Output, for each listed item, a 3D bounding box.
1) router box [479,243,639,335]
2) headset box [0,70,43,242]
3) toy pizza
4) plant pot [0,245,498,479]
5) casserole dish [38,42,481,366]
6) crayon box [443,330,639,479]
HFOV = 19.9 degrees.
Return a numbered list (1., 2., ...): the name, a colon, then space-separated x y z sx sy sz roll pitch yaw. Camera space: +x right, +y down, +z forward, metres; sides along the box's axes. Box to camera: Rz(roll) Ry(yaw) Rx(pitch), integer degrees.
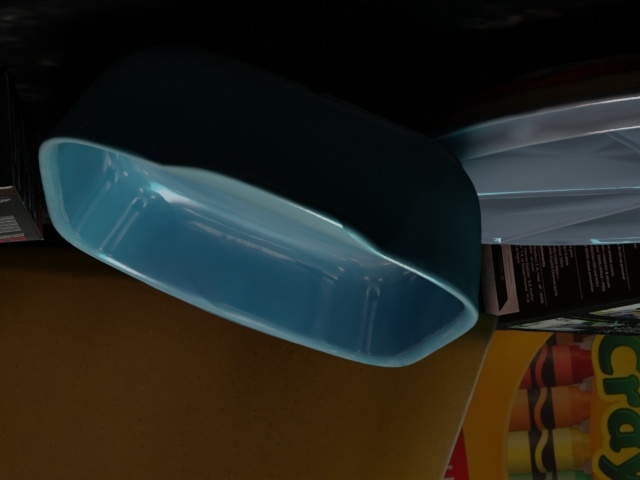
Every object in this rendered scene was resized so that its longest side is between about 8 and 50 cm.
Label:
1. router box: 0.169 0.009 0.740 0.133 0.046 0.179 -14 167 42
2. headset box: -0.108 -0.018 0.483 0.062 0.032 0.083 -4 169 -5
3. toy pizza: 0.109 -0.030 0.522 0.201 0.032 0.201 -3 171 0
4. plant pot: -0.056 0.107 0.721 0.187 0.212 0.212 20 174 4
5. casserole dish: -0.015 -0.007 0.484 0.114 0.037 0.188 21 169 -2
6. crayon box: 0.068 0.119 0.895 0.318 0.202 0.081 -3 171 -14
